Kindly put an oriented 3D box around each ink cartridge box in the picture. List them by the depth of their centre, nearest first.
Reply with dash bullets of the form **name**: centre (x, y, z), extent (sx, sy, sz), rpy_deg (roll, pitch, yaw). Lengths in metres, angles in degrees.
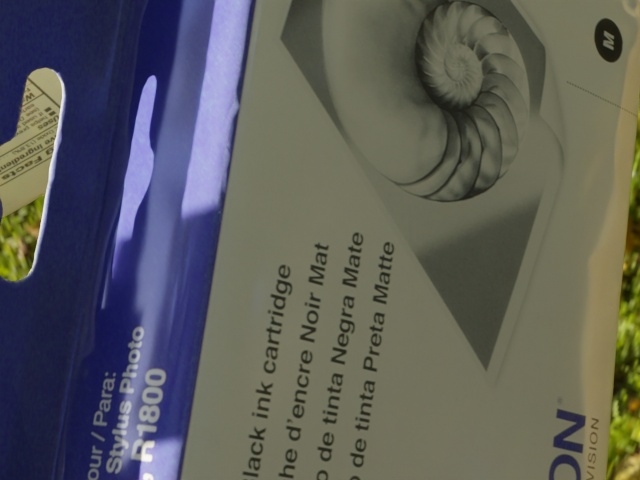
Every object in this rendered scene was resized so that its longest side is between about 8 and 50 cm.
- **ink cartridge box**: centre (0.000, 0.000, 0.407), extent (0.224, 0.045, 0.223), rpy_deg (16, 76, -37)

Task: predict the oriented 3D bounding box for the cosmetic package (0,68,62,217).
- **cosmetic package**: centre (-0.220, -0.113, 0.628), extent (0.153, 0.296, 0.129), rpy_deg (-28, 66, 4)
